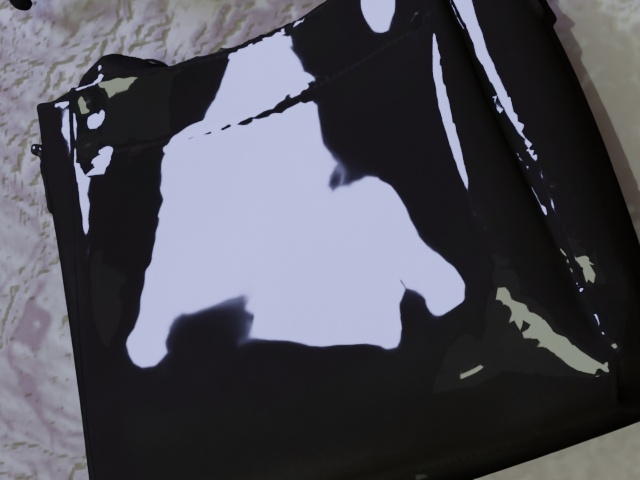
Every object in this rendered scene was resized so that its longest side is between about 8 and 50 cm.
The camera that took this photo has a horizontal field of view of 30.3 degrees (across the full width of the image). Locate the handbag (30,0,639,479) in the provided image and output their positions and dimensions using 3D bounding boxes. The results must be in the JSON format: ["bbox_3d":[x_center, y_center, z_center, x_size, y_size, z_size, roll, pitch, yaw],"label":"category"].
[{"bbox_3d":[0.000,0.000,0.565,0.285,0.113,0.257,-20,79,25],"label":"handbag"}]

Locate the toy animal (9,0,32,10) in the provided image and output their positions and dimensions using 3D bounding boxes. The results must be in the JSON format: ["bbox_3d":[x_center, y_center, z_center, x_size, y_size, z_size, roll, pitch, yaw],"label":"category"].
[{"bbox_3d":[-0.079,-0.198,0.602,0.232,0.084,0.148,-17,89,14],"label":"toy animal"}]
